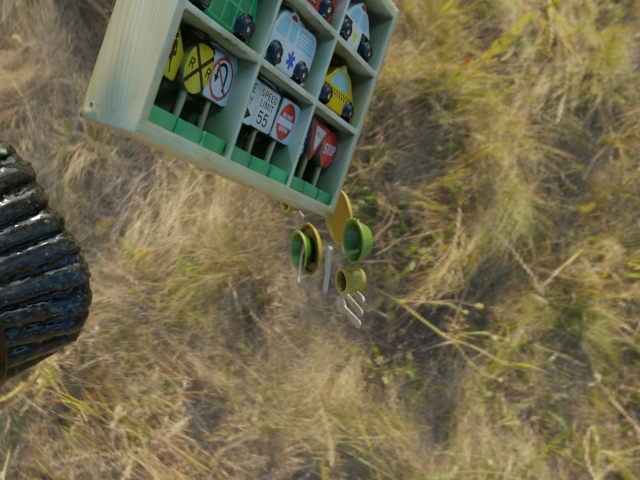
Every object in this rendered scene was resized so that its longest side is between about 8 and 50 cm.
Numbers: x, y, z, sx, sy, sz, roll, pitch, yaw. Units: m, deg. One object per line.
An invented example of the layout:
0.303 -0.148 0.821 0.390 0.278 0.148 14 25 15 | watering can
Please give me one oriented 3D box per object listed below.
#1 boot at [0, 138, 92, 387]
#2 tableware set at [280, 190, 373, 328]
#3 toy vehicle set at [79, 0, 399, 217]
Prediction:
-0.262 -0.013 0.451 0.131 0.348 0.260 18 39 21 | boot
0.000 0.000 0.721 0.024 0.154 0.104 -4 118 -24 | tableware set
-0.028 -0.115 0.516 0.035 0.267 0.166 18 90 22 | toy vehicle set
